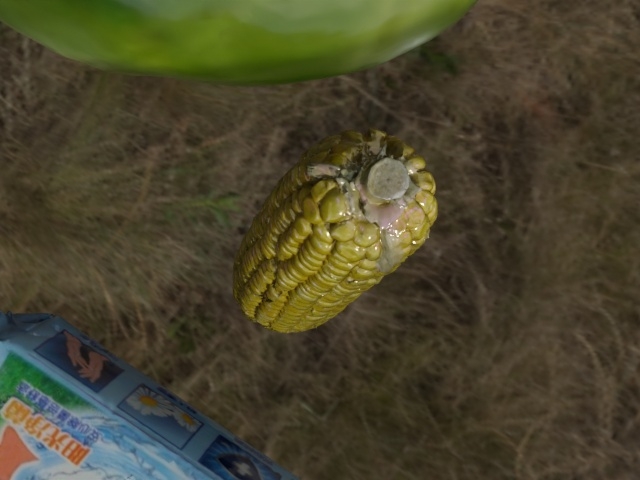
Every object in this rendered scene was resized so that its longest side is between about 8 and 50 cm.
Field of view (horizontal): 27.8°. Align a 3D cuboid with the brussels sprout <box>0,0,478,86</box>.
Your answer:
[{"bbox_3d":[-0.003,-0.230,0.466,0.355,0.289,0.281,-19,133,11],"label":"brussels sprout"}]

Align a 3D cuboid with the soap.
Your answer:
[{"bbox_3d":[-0.103,0.161,0.697,0.293,0.077,0.156,31,104,5],"label":"soap"}]

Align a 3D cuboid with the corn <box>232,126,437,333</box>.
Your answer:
[{"bbox_3d":[0.000,0.000,0.710,0.080,0.238,0.080,5,74,-16],"label":"corn"}]
